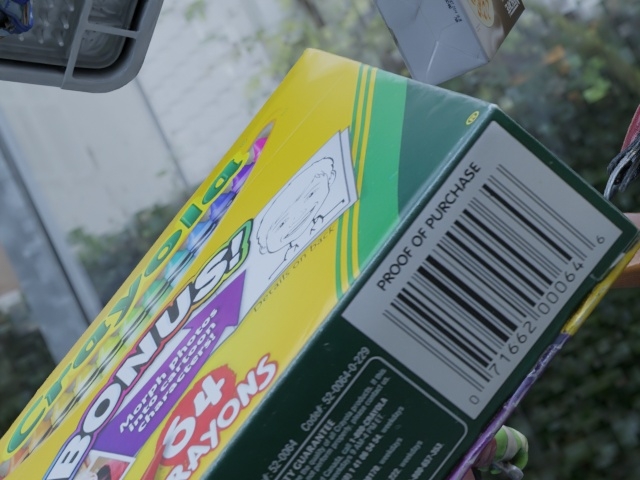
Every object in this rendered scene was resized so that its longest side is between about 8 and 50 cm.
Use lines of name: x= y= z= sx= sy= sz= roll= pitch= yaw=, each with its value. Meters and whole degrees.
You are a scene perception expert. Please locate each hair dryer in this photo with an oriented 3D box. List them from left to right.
hair dryer: x=0.366 y=-0.173 z=1.860 sx=0.223 sy=0.080 sz=0.293 roll=-49 pitch=8 yaw=43

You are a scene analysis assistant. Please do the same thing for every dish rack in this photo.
dish rack: x=-0.340 y=-0.318 z=1.959 sx=0.333 sy=0.072 sz=0.285 roll=5 pitch=-54 yaw=-26

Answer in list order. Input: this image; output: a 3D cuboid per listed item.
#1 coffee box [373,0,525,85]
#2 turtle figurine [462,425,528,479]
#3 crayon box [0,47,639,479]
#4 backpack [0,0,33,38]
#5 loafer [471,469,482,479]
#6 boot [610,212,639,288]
coffee box: x=0.156 y=-0.290 z=2.069 sx=0.098 sy=0.141 sz=0.246 roll=-22 pitch=13 yaw=23
turtle figurine: x=0.079 y=0.230 z=1.277 sx=0.198 sy=0.266 sz=0.274 roll=-16 pitch=-22 yaw=-34
crayon box: x=-0.044 y=0.082 z=0.871 sx=0.363 sy=0.106 sz=0.313 roll=-52 pitch=19 yaw=-1
backpack: x=-0.353 y=-0.303 z=1.631 sx=0.213 sy=0.276 sz=0.263 roll=-10 pitch=-5 yaw=-5
loafer: x=0.098 y=0.258 z=1.419 sx=0.076 sy=0.223 sz=0.078 roll=21 pitch=-40 yaw=-36
boot: x=0.361 y=0.022 z=1.631 sx=0.280 sy=0.096 sz=0.264 roll=1 pitch=28 yaw=-5
